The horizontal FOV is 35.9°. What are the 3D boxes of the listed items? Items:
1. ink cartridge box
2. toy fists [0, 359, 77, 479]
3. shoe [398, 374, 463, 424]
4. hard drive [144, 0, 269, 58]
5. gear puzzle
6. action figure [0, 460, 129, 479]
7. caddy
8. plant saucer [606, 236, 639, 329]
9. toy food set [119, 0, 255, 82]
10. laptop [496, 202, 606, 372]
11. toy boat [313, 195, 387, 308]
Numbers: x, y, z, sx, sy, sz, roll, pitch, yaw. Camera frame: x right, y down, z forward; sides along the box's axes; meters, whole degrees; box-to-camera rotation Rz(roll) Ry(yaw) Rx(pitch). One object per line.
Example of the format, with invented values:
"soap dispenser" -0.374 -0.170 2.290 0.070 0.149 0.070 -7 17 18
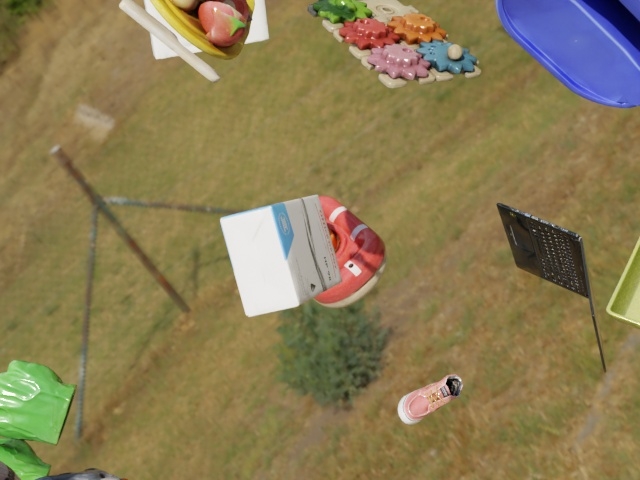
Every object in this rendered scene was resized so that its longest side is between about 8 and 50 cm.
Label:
"ink cartridge box" -0.032 0.010 1.046 0.060 0.104 0.180 -15 2 20
"toy fists" -0.508 0.332 1.638 0.096 0.142 0.279 -112 41 -78
"shoe" 0.242 0.342 2.157 0.081 0.063 0.178 -36 -10 36
"hard drive" -0.204 -0.473 1.654 0.203 0.307 0.040 -13 26 -13
"gear puzzle" 0.086 -0.327 1.429 0.175 0.044 0.339 -12 43 -28
"action figure" -0.302 0.322 1.182 0.341 0.330 0.178 -22 64 32
"caddy" 0.361 -0.321 1.197 0.241 0.341 0.179 -20 47 45
"plant saucer" 0.545 0.091 1.489 0.188 0.045 0.188 21 51 21
"toy food set" -0.106 -0.249 0.976 0.071 0.128 0.218 -40 21 25
"laptop" 0.421 0.085 1.794 0.264 0.234 0.136 26 70 33
"toy boat" 0.000 0.000 1.613 0.151 0.151 0.231 -44 48 -5
